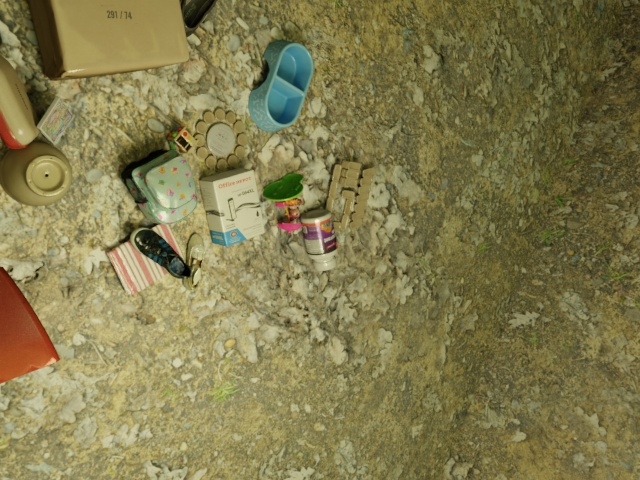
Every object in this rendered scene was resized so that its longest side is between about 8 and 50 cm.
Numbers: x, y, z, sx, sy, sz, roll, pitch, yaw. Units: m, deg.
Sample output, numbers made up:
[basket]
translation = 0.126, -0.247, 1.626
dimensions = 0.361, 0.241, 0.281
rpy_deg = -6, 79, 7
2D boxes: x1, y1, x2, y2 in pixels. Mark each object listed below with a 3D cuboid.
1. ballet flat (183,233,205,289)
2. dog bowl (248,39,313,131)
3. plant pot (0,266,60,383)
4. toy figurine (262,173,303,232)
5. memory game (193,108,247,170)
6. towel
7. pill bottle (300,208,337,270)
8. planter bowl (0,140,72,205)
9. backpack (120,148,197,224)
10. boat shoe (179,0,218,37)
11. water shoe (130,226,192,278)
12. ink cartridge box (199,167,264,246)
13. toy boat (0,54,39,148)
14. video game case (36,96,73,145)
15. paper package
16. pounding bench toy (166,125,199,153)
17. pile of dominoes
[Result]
[ballet flat]
translation = -0.365, 0.065, 1.770
dimensions = 0.057, 0.052, 0.168
rpy_deg = 5, 94, -41
[dog bowl]
translation = -0.115, -0.484, 1.870
dimensions = 0.166, 0.074, 0.297
rpy_deg = 23, 82, -40
[plant pot]
translation = -0.775, 0.194, 1.322
dimensions = 0.267, 0.267, 0.235
rpy_deg = -20, 99, -37
[toy figurine]
translation = -0.100, -0.109, 1.949
dimensions = 0.173, 0.130, 0.159
rpy_deg = -58, 147, -48
[memory game]
translation = -0.297, -0.300, 1.788
dimensions = 0.186, 0.012, 0.186
rpy_deg = -9, 104, -40
[towel]
translation = -0.486, 0.046, 1.683
dimensions = 0.197, 0.029, 0.144
rpy_deg = -35, 119, -34
[pill bottle]
translation = 0.000, 0.000, 2.033
dimensions = 0.108, 0.108, 0.193
rpy_deg = -25, 114, -35
[planter bowl]
translation = -0.668, -0.157, 1.434
dimensions = 0.162, 0.109, 0.162
rpy_deg = -8, 103, -39
[backpack]
translation = -0.420, -0.137, 1.629
dimensions = 0.166, 0.144, 0.188
rpy_deg = -39, 124, -35
[boat shoe]
translation = -0.311, -0.696, 1.648
dimensions = 0.112, 0.096, 0.335
rpy_deg = 37, 74, -38
[water shoe]
translation = -0.431, 0.033, 1.656
dimensions = 0.203, 0.080, 0.072
rpy_deg = 45, 65, -37
[ink cartridge box]
translation = -0.264, -0.102, 1.804
dimensions = 0.148, 0.086, 0.203
rpy_deg = -23, 113, -35
[toy boat]
translation = -0.746, -0.309, 1.340
dimensions = 0.151, 0.151, 0.231
rpy_deg = -20, 113, -6
[video game case]
translation = -0.636, -0.285, 1.440
dimensions = 0.011, 0.122, 0.087
rpy_deg = 27, 78, -3
[paper package]
translation = -0.518, -0.561, 1.451
dimensions = 0.325, 0.168, 0.309
rpy_deg = -19, 110, -36
[pounding bench toy]
translation = -0.397, -0.273, 1.680
dimensions = 0.065, 0.052, 0.083
rpy_deg = 47, 68, -36
[pile of dominoes]
translation = 0.092, -0.159, 2.146
dimensions = 0.196, 0.040, 0.251
rpy_deg = 4, 104, -41
